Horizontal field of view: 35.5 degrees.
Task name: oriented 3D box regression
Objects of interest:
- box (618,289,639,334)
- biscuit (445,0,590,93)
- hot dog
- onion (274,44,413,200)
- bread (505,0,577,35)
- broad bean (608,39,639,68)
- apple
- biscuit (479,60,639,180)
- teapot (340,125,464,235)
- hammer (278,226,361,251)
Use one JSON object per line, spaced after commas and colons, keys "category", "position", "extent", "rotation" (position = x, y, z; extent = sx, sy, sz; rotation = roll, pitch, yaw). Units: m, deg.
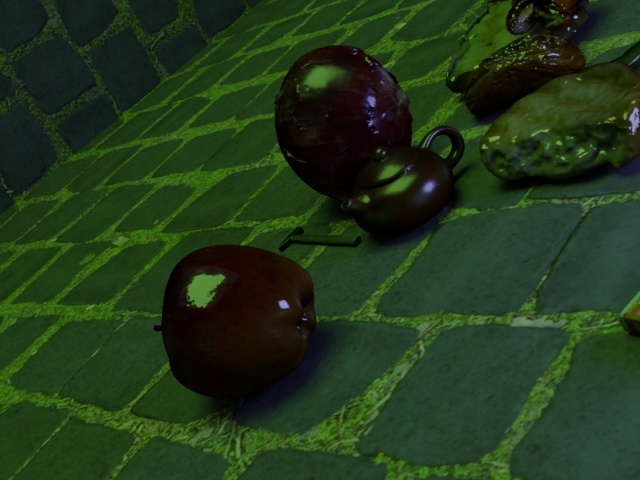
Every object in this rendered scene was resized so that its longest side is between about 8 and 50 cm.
{"category": "box", "position": [0.438, 0.031, 1.094], "extent": [0.220, 0.032, 0.122], "rotation": [-41, 25, -21]}
{"category": "biscuit", "position": [0.365, -0.397, 1.999], "extent": [0.335, 0.078, 0.329], "rotation": [-38, 27, -14]}
{"category": "hot dog", "position": [0.356, -0.301, 1.784], "extent": [0.226, 0.099, 0.160], "rotation": [-19, 17, 21]}
{"category": "onion", "position": [0.037, -0.210, 1.773], "extent": [0.276, 0.276, 0.276], "rotation": [-26, 24, 12]}
{"category": "bread", "position": [0.430, -0.458, 1.883], "extent": [0.139, 0.095, 0.269], "rotation": [-5, 44, 33]}
{"category": "broad bean", "position": [0.489, -0.288, 1.666], "extent": [0.226, 0.039, 0.069], "rotation": [-37, 30, -14]}
{"category": "apple", "position": [-0.122, 0.113, 1.414], "extent": [0.234, 0.234, 0.234], "rotation": [-26, 24, 12]}
{"category": "biscuit", "position": [0.387, -0.176, 1.499], "extent": [0.274, 0.091, 0.213], "rotation": [-3, 39, 52]}
{"category": "teapot", "position": [0.137, -0.107, 1.619], "extent": [0.252, 0.135, 0.178], "rotation": [-41, 29, -19]}
{"category": "hammer", "position": [0.000, 0.000, 1.726], "extent": [0.062, 0.013, 0.198], "rotation": [-44, 26, -27]}
